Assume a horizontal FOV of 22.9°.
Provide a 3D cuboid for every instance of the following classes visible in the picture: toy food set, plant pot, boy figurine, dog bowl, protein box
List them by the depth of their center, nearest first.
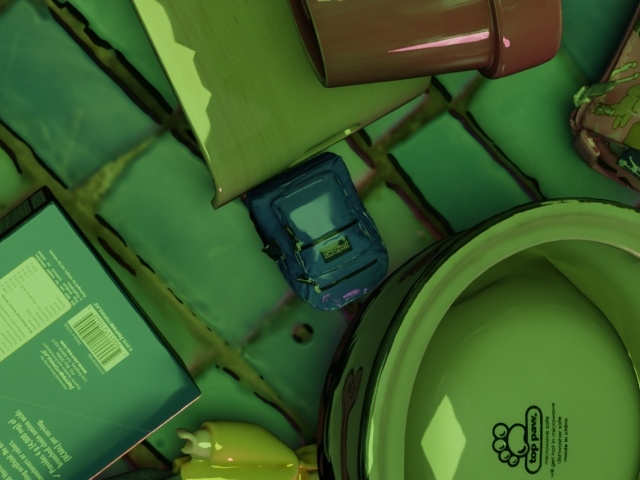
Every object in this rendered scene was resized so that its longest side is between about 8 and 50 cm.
[{"bbox_3d":[0.068,-0.207,1.228,0.180,0.201,0.201,-20,100,-5],"label":"plant pot"},{"bbox_3d":[-0.241,0.098,1.284,0.201,0.136,0.200,-37,103,-5],"label":"protein box"},{"bbox_3d":[-0.060,-0.210,1.318,0.219,0.092,0.306,-29,103,-18],"label":"toy food set"},{"bbox_3d":[0.175,0.167,1.323,0.407,0.150,0.408,0,90,-29],"label":"dog bowl"},{"bbox_3d":[-0.075,0.236,1.351,0.285,0.092,0.177,-8,109,-16],"label":"boy figurine"}]

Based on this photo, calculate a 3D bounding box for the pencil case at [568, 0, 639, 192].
[{"bbox_3d":[0.362,-0.215,1.360,0.167,0.160,0.386,25,92,-45],"label":"pencil case"}]

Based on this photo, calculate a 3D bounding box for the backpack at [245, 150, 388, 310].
[{"bbox_3d":[0.000,0.000,1.340,0.098,0.101,0.120,-26,102,-1],"label":"backpack"}]
